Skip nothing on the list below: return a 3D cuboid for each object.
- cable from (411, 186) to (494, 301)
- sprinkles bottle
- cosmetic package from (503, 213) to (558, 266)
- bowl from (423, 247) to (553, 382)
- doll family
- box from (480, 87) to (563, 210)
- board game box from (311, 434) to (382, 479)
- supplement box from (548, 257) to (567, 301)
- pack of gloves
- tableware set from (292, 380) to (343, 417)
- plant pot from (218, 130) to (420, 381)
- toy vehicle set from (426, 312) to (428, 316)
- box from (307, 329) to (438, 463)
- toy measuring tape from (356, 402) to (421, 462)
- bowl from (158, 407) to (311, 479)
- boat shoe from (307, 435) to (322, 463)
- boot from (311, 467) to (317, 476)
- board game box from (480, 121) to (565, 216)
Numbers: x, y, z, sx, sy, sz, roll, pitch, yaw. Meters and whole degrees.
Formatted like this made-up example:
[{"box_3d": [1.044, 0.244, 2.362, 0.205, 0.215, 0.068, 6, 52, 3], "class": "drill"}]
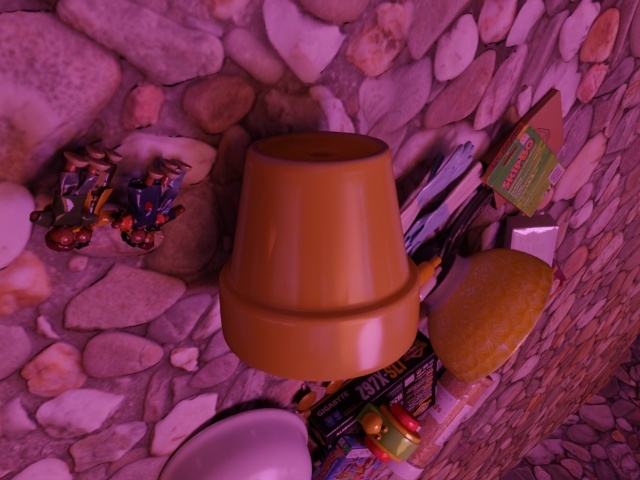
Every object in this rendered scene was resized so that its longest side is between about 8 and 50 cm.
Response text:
[{"box_3d": [0.244, 0.027, 1.054, 0.287, 0.072, 0.139, -42, 153, -10], "class": "cable"}, {"box_3d": [0.311, 0.477, 1.479, 0.355, 0.121, 0.121, -54, 143, 7], "class": "sprinkles bottle"}, {"box_3d": [0.466, 0.056, 1.246, 0.099, 0.060, 0.238, -4, 123, 2], "class": "cosmetic package"}, {"box_3d": [0.294, 0.115, 1.076, 0.289, 0.156, 0.289, -54, -179, 2], "class": "bowl"}, {"box_3d": [-0.205, -0.033, 0.562, 0.193, 0.076, 0.111, 4, 115, -50], "class": "doll family"}, {"box_3d": [0.399, -0.174, 1.073, 0.201, 0.021, 0.164, -43, 143, -5], "class": "box"}, {"box_3d": [0.073, 0.487, 1.200, 0.136, 0.035, 0.201, -54, 142, 8], "class": "board game box"}, {"box_3d": [0.558, 0.094, 1.416, 0.104, 0.081, 0.188, -51, 143, 4], "class": "supplement box"}, {"box_3d": [0.184, -0.069, 0.953, 0.232, 0.046, 0.195, -47, 156, 1], "class": "pack of gloves"}, {"box_3d": [0.004, 0.291, 1.097, 0.154, 0.024, 0.104, -52, 146, 4], "class": "tableware set"}, {"box_3d": [0.000, 0.000, 0.669, 0.254, 0.254, 0.238, -17, 118, -35], "class": "plant pot"}, {"box_3d": [0.358, 0.177, 1.329, 0.166, 0.035, 0.267, -46, 143, -3], "class": "toy vehicle set"}, {"box_3d": [0.130, 0.381, 1.253, 0.322, 0.079, 0.257, -32, 141, -20], "class": "box"}, {"box_3d": [0.178, 0.423, 1.182, 0.121, 0.121, 0.330, -49, 143, 1], "class": "toy measuring tape"}, {"box_3d": [-0.128, 0.454, 0.976, 0.298, 0.134, 0.297, -17, 129, -22], "class": "bowl"}, {"box_3d": [-0.034, 0.434, 1.163, 0.050, 0.045, 0.135, -34, 138, -12], "class": "boat shoe"}, {"box_3d": [-0.071, 0.603, 1.212, 0.236, 0.085, 0.178, -60, 146, -27], "class": "boot"}, {"box_3d": [0.393, -0.132, 1.056, 0.260, 0.039, 0.124, 18, 108, -53], "class": "board game box"}]
